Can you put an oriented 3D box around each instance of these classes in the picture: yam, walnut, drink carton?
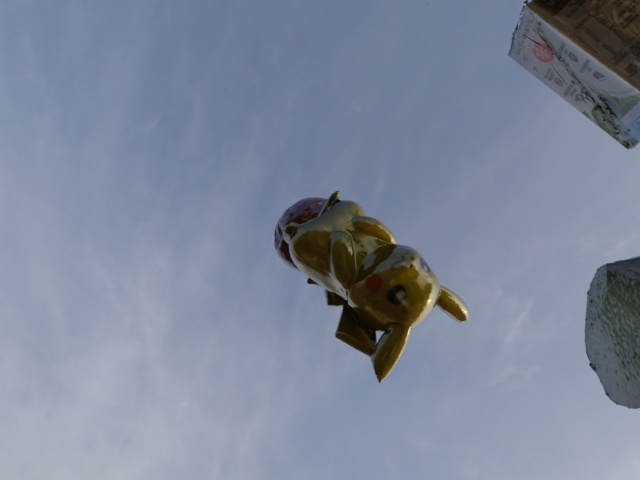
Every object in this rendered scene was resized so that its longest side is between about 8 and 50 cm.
[{"bbox_3d":[0.421,0.072,0.444,0.267,0.161,0.161,-13,-66,15],"label":"yam"},{"bbox_3d":[0.000,0.000,1.211,0.221,0.269,0.244,-35,-86,12],"label":"walnut"},{"bbox_3d":[0.532,-0.343,0.834,0.132,0.194,0.325,-44,-104,7],"label":"drink carton"}]

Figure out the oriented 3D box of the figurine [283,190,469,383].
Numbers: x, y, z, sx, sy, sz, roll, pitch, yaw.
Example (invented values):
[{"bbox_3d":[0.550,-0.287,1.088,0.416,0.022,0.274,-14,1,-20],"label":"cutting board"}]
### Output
[{"bbox_3d":[0.079,0.067,0.768,0.326,0.218,0.169,37,-32,27],"label":"figurine"}]
